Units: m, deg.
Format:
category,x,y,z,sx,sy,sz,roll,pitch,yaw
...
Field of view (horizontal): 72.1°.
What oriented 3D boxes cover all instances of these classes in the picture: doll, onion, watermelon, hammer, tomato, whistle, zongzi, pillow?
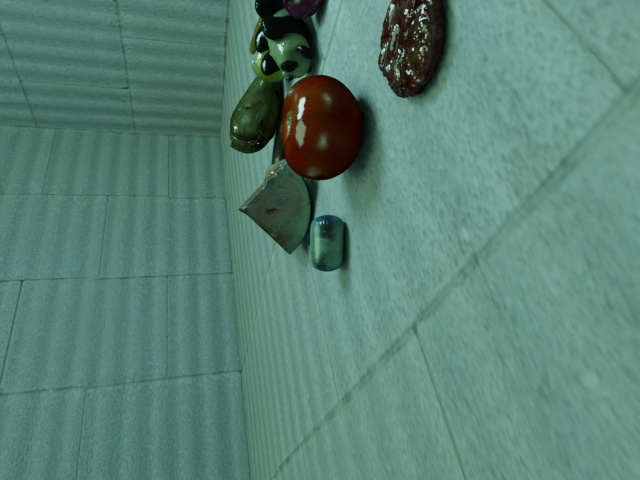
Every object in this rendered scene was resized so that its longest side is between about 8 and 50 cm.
category,x,y,z,sx,sy,sz,roll,pitch,yaw
doll,-0.091,-0.501,1.092,0.143,0.135,0.234,102,160,-58
onion,-0.045,-0.569,1.002,0.115,0.105,0.115,-8,79,51
watermelon,-0.128,-0.098,1.176,0.260,0.176,0.255,-135,46,-72
hammer,0.000,0.000,0.958,0.194,0.070,0.116,-157,66,-76
tomato,0.002,-0.207,0.815,0.195,0.136,0.194,-178,90,-73
whistle,-0.124,-0.558,1.295,0.222,0.123,0.123,-62,26,16
zongzi,-0.188,-0.431,1.355,0.273,0.145,0.299,-91,20,-67
pillow,-0.133,-0.264,1.393,0.131,0.038,0.232,-140,56,-77

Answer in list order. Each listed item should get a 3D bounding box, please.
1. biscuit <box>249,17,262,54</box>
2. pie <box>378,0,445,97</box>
category,x,y,z,sx,sy,sz,roll,pitch,yaw
biscuit,-0.141,-0.679,1.263,0.254,0.029,0.172,-68,16,-10
pie,0.122,-0.272,0.600,0.154,0.036,0.154,178,90,-72
